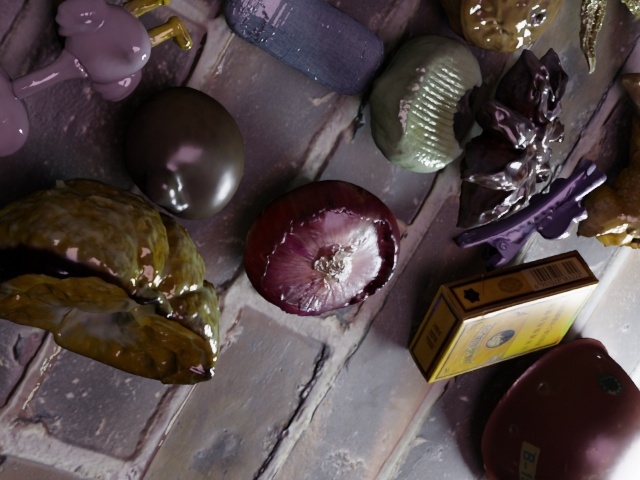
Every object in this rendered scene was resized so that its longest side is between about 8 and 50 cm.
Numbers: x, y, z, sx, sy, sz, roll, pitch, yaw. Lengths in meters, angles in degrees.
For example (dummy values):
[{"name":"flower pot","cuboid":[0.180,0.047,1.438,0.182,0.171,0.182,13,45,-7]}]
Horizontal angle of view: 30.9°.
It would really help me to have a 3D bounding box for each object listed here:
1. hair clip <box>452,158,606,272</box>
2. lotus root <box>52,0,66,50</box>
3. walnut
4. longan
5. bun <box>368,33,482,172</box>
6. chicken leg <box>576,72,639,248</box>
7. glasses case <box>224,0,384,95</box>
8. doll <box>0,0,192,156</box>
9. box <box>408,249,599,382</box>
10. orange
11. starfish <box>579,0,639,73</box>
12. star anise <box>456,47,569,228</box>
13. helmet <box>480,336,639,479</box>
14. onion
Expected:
[{"name":"hair clip","cuboid":[0.370,-0.038,2.017,0.278,0.137,0.090,-29,117,5]},{"name":"lotus root","cuboid":[-0.322,-0.287,1.500,0.049,0.054,0.099,-3,118,-16]},{"name":"walnut","cuboid":[0.271,-0.390,1.731,0.198,0.198,0.245,-33,144,-16]},{"name":"longan","cuboid":[-0.188,-0.112,1.579,0.159,0.204,0.185,-17,115,24]},{"name":"bun","cuboid":[0.152,-0.213,1.786,0.212,0.126,0.204,-54,136,-13]},{"name":"chicken leg","cuboid":[0.589,-0.110,2.111,0.295,0.182,0.409,-23,119,-3]},{"name":"glasses case","cuboid":[-0.019,-0.300,1.679,0.282,0.067,0.109,23,102,-40]},{"name":"doll","cuboid":[-0.345,-0.209,1.458,0.365,0.094,0.160,-23,137,2]},{"name":"box","cuboid":[0.321,0.133,2.040,0.301,0.084,0.193,-13,144,-27]},{"name":"orange","cuboid":[-0.292,0.042,1.562,0.368,0.271,0.210,35,48,-38]},{"name":"starfish","cuboid":[0.468,-0.460,1.909,0.347,0.078,0.358,11,105,-36]},{"name":"star anise","cuboid":[0.317,-0.158,1.878,0.331,0.117,0.332,-41,144,-41]},{"name":"helmet","cuboid":[0.502,0.397,2.199,0.337,0.230,0.385,-20,128,-29]},{"name":"onion","cuboid":[0.001,0.009,1.777,0.248,0.161,0.248,-8,113,-18]}]
